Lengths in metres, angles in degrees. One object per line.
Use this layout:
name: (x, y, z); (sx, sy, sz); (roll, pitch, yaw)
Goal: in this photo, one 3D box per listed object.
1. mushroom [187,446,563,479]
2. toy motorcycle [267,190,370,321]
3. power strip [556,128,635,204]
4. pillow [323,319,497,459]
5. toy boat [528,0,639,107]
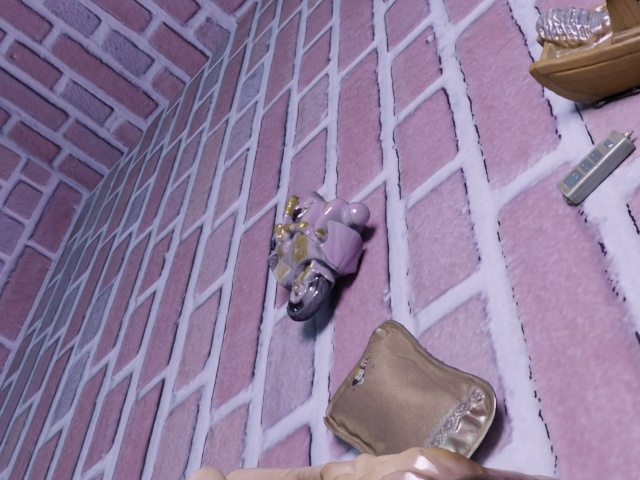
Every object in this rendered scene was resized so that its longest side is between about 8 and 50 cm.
mushroom: (0.020, 0.271, 0.465); (0.397, 0.224, 0.313); (-20, 54, 61)
toy motorcycle: (0.000, 0.000, 1.000); (0.152, 0.073, 0.225); (-46, 26, 14)
power strip: (0.243, -0.066, 0.701); (0.083, 0.017, 0.027); (-49, 25, 16)
pillow: (0.072, 0.148, 0.706); (0.130, 0.033, 0.217); (-57, 24, 1)
toy boat: (0.306, -0.218, 0.663); (0.321, 0.121, 0.089); (-22, 33, 51)
